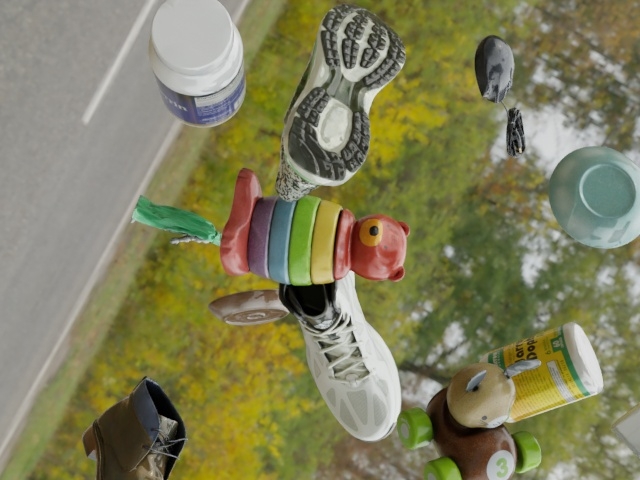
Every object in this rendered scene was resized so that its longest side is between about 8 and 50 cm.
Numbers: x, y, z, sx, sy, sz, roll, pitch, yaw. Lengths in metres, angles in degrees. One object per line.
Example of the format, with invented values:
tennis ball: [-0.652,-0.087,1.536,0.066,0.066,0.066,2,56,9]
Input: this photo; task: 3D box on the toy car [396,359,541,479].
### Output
toy car: [0.208,0.215,1.241,0.149,0.155,0.188,60,-31,33]

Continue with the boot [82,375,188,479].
boot: [-0.199,0.249,1.130,0.106,0.082,0.219,-50,-137,6]

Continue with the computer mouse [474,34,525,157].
computer mouse: [0.284,-0.212,1.494,0.071,0.041,0.242,-62,143,-25]

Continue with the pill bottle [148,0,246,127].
pill bottle: [-0.200,-0.293,1.620,0.153,0.153,0.264,-63,177,-11]

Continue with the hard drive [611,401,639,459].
hard drive: [0.715,0.394,1.801,0.203,0.307,0.040,-47,171,22]

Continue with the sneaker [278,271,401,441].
sneaker: [0.012,0.185,1.836,0.169,0.447,0.257,-19,180,14]

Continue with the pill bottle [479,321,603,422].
pill bottle: [0.320,0.214,1.541,0.208,0.117,0.117,-24,-160,22]

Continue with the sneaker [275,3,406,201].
sneaker: [0.007,-0.226,1.617,0.182,0.158,0.410,-41,-159,50]

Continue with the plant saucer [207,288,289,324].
plant saucer: [-0.141,0.148,2.120,0.198,0.199,0.036,125,-41,-68]

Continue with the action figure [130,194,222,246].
action figure: [-0.336,-0.034,2.377,0.137,0.232,0.063,-87,-161,-61]

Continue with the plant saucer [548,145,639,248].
plant saucer: [0.509,-0.084,1.779,0.195,0.195,0.037,-63,178,-15]

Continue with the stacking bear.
stacking bear: [0.000,0.000,1.632,0.164,0.289,0.175,83,16,-60]
